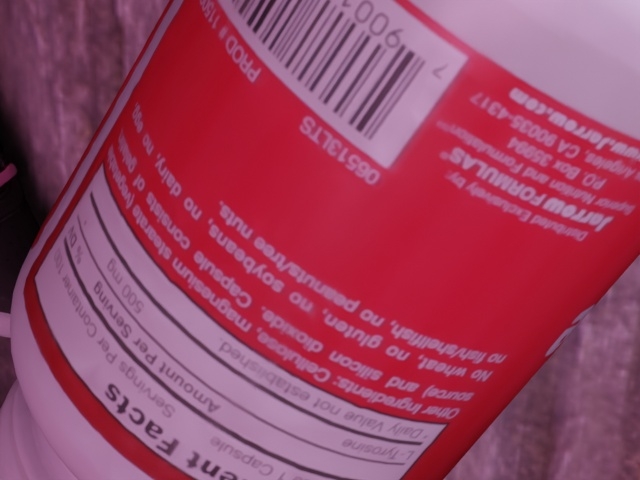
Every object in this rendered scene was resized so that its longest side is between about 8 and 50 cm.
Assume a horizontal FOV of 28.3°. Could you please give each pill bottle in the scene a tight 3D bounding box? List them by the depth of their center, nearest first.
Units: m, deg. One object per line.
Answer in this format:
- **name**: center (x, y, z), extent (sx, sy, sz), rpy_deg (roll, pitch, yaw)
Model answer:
- **pill bottle**: center (0.000, 0.000, 0.585), extent (0.229, 0.229, 0.408), rpy_deg (35, 118, -1)

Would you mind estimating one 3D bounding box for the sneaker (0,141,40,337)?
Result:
- **sneaker**: center (-0.213, -0.086, 0.676), extent (0.147, 0.104, 0.296), rpy_deg (-36, 95, 31)
